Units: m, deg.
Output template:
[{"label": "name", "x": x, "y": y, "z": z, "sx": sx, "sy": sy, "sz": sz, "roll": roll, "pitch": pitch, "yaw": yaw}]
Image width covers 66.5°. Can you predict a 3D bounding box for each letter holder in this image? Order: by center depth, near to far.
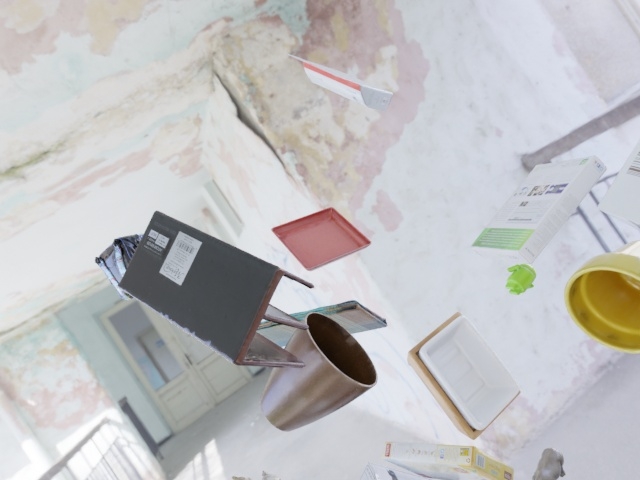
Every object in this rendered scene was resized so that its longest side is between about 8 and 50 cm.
[{"label": "letter holder", "x": -0.154, "y": 0.089, "z": 0.854, "sx": 0.214, "sy": 0.302, "sz": 0.152, "roll": 30, "pitch": -97, "yaw": -56}]

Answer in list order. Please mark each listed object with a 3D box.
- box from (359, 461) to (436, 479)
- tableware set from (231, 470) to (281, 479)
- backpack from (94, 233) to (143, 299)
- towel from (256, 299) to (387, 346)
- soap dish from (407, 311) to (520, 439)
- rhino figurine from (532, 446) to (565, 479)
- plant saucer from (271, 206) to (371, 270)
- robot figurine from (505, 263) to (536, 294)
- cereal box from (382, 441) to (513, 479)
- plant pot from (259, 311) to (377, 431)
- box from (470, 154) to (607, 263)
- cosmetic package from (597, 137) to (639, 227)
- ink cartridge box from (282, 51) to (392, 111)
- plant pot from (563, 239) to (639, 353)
[{"label": "box", "x": 0.282, "y": 0.839, "z": 1.587, "sx": 0.087, "sy": 0.290, "sz": 0.169, "roll": -65, "pitch": 19, "yaw": 6}, {"label": "tableware set", "x": -0.154, "y": 0.662, "z": 1.223, "sx": 0.020, "sy": 0.141, "sz": 0.168, "roll": -48, "pitch": 35, "yaw": 32}, {"label": "backpack", "x": -0.572, "y": 0.084, "z": 1.477, "sx": 0.158, "sy": 0.173, "sz": 0.117, "roll": -34, "pitch": -6, "yaw": 33}, {"label": "towel", "x": -0.022, "y": 0.243, "z": 1.395, "sx": 0.370, "sy": 0.040, "sz": 0.271, "roll": -15, "pitch": -24, "yaw": 20}, {"label": "soap dish", "x": 0.407, "y": 0.386, "z": 1.415, "sx": 0.229, "sy": 0.290, "sz": 0.118, "roll": -30, "pitch": -12, "yaw": -29}, {"label": "rhino figurine", "x": 0.723, "y": 0.774, "z": 1.575, "sx": 0.073, "sy": 0.106, "sz": 0.243, "roll": 5, "pitch": 35, "yaw": 43}, {"label": "plant saucer", "x": 0.000, "y": 0.000, "z": 1.684, "sx": 0.259, "sy": 0.258, "sz": 0.047, "roll": -22, "pitch": -47, "yaw": -23}, {"label": "robot figurine", "x": 0.643, "y": 0.122, "z": 1.561, "sx": 0.115, "sy": 0.101, "sz": 0.067, "roll": -46, "pitch": 17, "yaw": -16}, {"label": "cereal box", "x": 0.286, "y": 0.508, "z": 1.114, "sx": 0.240, "sy": 0.173, "sz": 0.047, "roll": -18, "pitch": 46, "yaw": 43}, {"label": "plant pot", "x": -0.027, "y": 0.320, "z": 1.113, "sx": 0.230, "sy": 0.215, "sz": 0.215, "roll": -47, "pitch": -4, "yaw": 13}, {"label": "box", "x": 0.569, "y": -0.080, "z": 1.301, "sx": 0.322, "sy": 0.058, "sz": 0.232, "roll": -48, "pitch": 11, "yaw": -6}, {"label": "cosmetic package", "x": 0.867, "y": -0.093, "z": 0.940, "sx": 0.327, "sy": 0.394, "sz": 0.329, "roll": -117, "pitch": 49, "yaw": -69}, {"label": "ink cartridge box", "x": 0.037, "y": -0.377, "z": 1.174, "sx": 0.232, "sy": 0.189, "sz": 0.066, "roll": -13, "pitch": -51, "yaw": -50}, {"label": "plant pot", "x": 0.810, "y": 0.121, "z": 1.264, "sx": 0.239, "sy": 0.254, "sz": 0.254, "roll": -32, "pitch": -1, "yaw": -31}]
